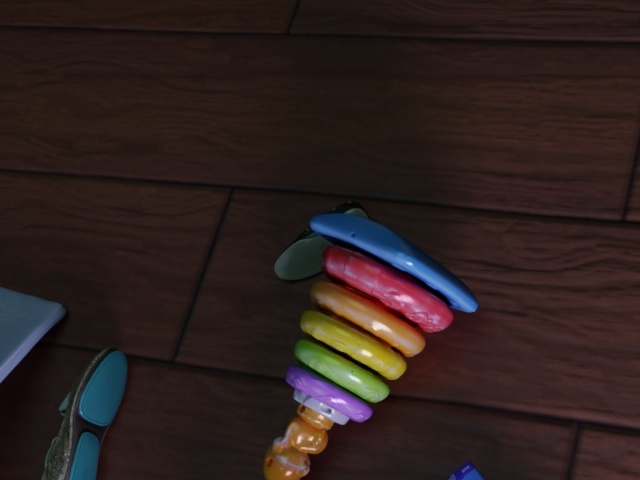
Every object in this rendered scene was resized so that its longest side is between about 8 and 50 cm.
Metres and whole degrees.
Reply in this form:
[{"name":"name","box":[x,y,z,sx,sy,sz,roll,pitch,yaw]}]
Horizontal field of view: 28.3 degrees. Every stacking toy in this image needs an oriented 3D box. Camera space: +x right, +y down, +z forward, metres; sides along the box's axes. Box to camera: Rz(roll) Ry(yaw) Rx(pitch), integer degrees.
[{"name":"stacking toy","box":[0.024,0.138,1.393,0.175,0.166,0.302,21,80,46]}]

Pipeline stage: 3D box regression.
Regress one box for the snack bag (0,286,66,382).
[{"name":"snack bag","box":[-0.527,0.139,1.572,0.342,0.037,0.323,12,37,18]}]

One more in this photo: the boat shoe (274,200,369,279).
[{"name":"boat shoe","box":[0.001,0.001,1.538,0.133,0.049,0.042,-36,21,8]}]

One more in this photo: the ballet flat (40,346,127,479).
[{"name":"ballet flat","box":[-0.287,0.220,1.500,0.067,0.073,0.206,-8,53,33]}]

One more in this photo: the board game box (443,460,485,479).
[{"name":"board game box","box":[0.152,0.350,1.264,0.160,0.047,0.210,-38,55,-4]}]
